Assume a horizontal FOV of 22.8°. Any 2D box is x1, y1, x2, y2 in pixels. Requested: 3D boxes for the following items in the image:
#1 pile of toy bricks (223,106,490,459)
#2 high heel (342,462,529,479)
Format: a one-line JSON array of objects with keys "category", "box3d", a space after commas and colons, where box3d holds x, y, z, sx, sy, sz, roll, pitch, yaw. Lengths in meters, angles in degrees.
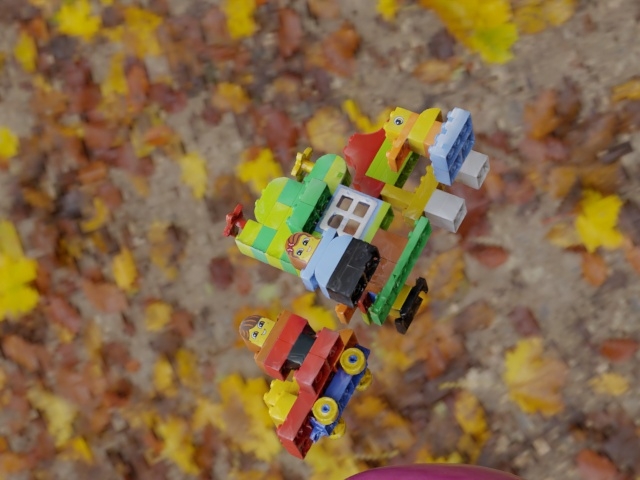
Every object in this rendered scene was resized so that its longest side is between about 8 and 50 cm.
[{"category": "pile of toy bricks", "box3d": [0.000, 0.000, 0.871, 0.105, 0.212, 0.118, 22, 159, 21]}, {"category": "high heel", "box3d": [0.127, 0.156, 0.757, 0.244, 0.082, 0.117, 24, 159, -14]}]
